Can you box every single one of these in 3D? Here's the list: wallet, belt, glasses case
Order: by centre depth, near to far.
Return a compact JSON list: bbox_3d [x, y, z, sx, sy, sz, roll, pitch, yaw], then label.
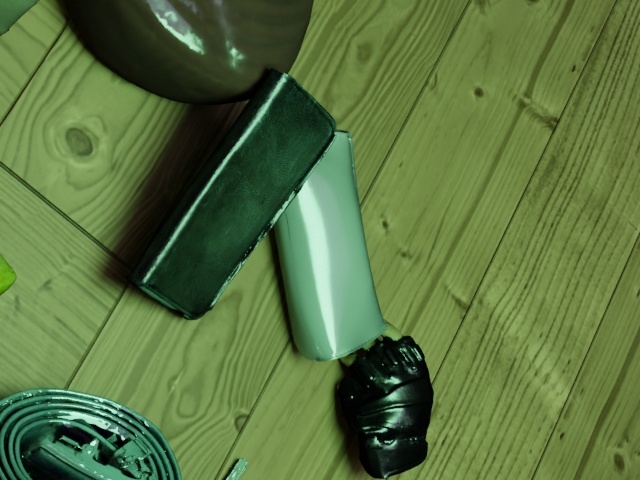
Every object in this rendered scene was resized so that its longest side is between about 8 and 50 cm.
[{"bbox_3d":[-0.287,0.270,1.779,0.267,0.116,0.206,20,42,-23],"label":"belt"},{"bbox_3d":[-0.106,-0.051,1.943,0.318,0.045,0.172,-55,146,-3],"label":"wallet"},{"bbox_3d":[0.002,0.000,2.084,0.128,0.083,0.308,-12,95,-31],"label":"glasses case"}]

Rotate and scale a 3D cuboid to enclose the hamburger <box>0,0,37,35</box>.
[{"bbox_3d":[-0.336,-0.347,1.713,0.151,0.295,0.227,40,51,-22],"label":"hamburger"}]

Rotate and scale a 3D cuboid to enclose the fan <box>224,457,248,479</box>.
[{"bbox_3d":[-0.176,0.433,1.964,0.294,0.012,0.223,-24,102,-36],"label":"fan"}]

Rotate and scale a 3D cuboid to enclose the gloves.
[{"bbox_3d":[0.089,0.202,2.133,0.164,0.124,0.203,-23,110,-55],"label":"gloves"}]

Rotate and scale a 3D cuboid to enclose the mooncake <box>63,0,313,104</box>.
[{"bbox_3d":[-0.148,-0.327,1.941,0.334,0.174,0.326,-34,105,-33],"label":"mooncake"}]

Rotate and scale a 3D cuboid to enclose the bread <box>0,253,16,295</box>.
[{"bbox_3d":[-0.413,0.034,1.751,0.129,0.111,0.114,-35,100,-39],"label":"bread"}]
